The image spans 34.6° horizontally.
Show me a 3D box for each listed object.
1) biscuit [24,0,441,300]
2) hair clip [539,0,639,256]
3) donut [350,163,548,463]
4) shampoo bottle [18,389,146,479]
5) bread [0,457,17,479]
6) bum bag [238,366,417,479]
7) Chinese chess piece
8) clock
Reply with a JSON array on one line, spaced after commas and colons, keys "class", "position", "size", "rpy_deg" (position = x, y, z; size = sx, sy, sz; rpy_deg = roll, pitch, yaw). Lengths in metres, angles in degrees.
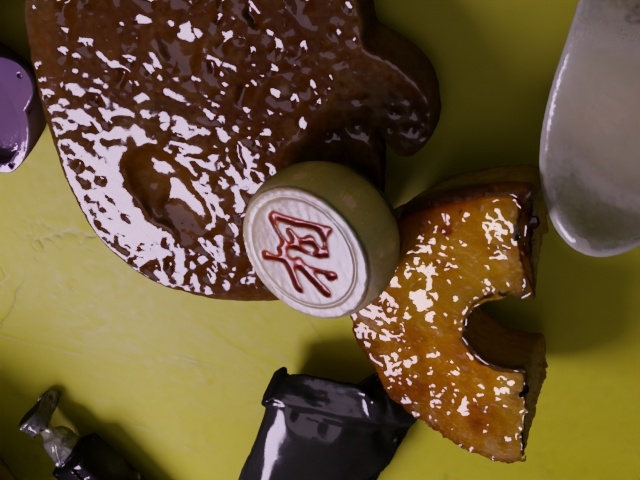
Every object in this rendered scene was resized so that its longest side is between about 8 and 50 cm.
[{"class": "biscuit", "position": [-0.064, -0.115, 0.797], "size": [0.314, 0.063, 0.367], "rpy_deg": [-1, 121, 10]}, {"class": "hair clip", "position": [0.236, -0.128, 0.682], "size": [0.172, 0.113, 0.282], "rpy_deg": [23, 123, 0]}, {"class": "donut", "position": [0.103, 0.045, 0.819], "size": [0.152, 0.101, 0.259], "rpy_deg": [10, 128, 21]}, {"class": "shampoo bottle", "position": [-0.223, 0.242, 1.055], "size": [0.057, 0.063, 0.207], "rpy_deg": [-27, 113, 38]}, {"class": "bread", "position": [-0.450, 0.318, 1.071], "size": [0.301, 0.210, 0.341], "rpy_deg": [19, 123, -11]}, {"class": "bum bag", "position": [-0.023, 0.229, 0.988], "size": [0.142, 0.079, 0.326], "rpy_deg": [23, 120, -9]}, {"class": "Chinese chess piece", "position": [0.000, 0.000, 0.769], "size": [0.122, 0.051, 0.122], "rpy_deg": [18, 126, 26]}, {"class": "clock", "position": [-0.296, -0.133, 0.850], "size": [0.153, 0.050, 0.110], "rpy_deg": [27, 123, -3]}]
